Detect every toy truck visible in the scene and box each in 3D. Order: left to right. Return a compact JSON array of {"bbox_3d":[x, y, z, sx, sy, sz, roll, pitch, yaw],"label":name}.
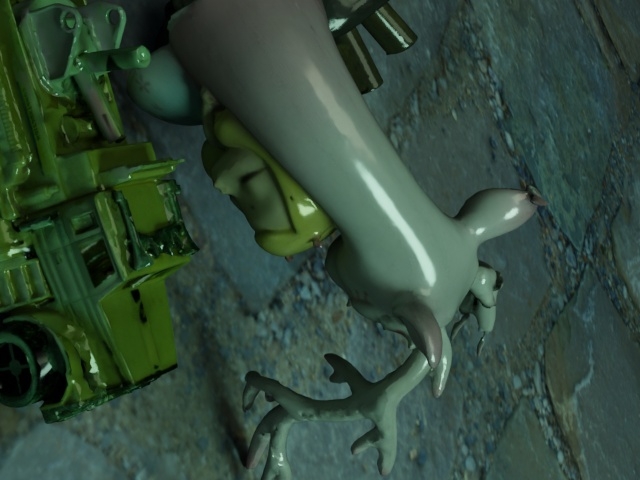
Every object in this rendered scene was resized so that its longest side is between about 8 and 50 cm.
[{"bbox_3d":[-0.144,-0.029,0.680,0.128,0.135,0.259,-17,96,-61],"label":"toy truck"}]

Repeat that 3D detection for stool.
[{"bbox_3d":[-0.029,-0.177,0.923,0.228,0.153,0.139,-31,111,-11],"label":"stool"}]

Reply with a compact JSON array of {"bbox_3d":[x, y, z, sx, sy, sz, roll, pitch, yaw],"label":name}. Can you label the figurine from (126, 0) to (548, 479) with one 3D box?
[{"bbox_3d":[0.012,-0.007,0.784,0.206,0.284,0.315,-31,86,-32],"label":"figurine"}]
